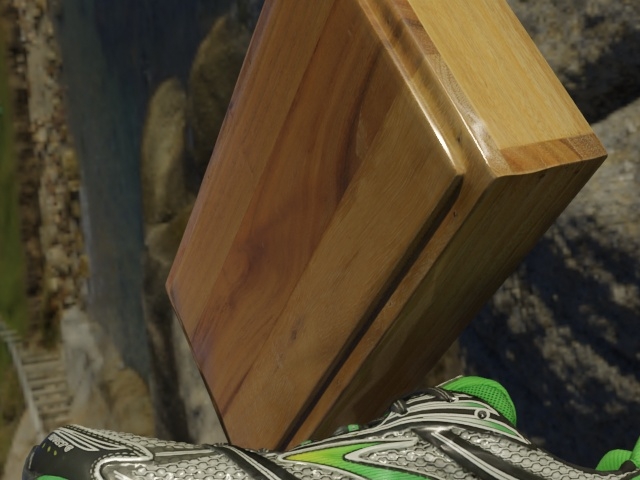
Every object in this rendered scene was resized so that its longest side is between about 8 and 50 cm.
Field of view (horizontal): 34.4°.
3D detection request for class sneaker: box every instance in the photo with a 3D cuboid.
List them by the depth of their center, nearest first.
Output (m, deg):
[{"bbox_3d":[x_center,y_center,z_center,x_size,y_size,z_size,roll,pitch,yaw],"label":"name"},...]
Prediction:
[{"bbox_3d":[0.023,0.139,0.523,0.134,0.343,0.146,107,173,-65],"label":"sneaker"}]

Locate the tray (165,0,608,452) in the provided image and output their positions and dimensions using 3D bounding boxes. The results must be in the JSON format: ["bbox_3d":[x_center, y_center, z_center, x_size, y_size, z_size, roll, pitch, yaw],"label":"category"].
[{"bbox_3d":[0.000,0.000,0.655,0.203,0.076,0.411,63,148,25],"label":"tray"}]
